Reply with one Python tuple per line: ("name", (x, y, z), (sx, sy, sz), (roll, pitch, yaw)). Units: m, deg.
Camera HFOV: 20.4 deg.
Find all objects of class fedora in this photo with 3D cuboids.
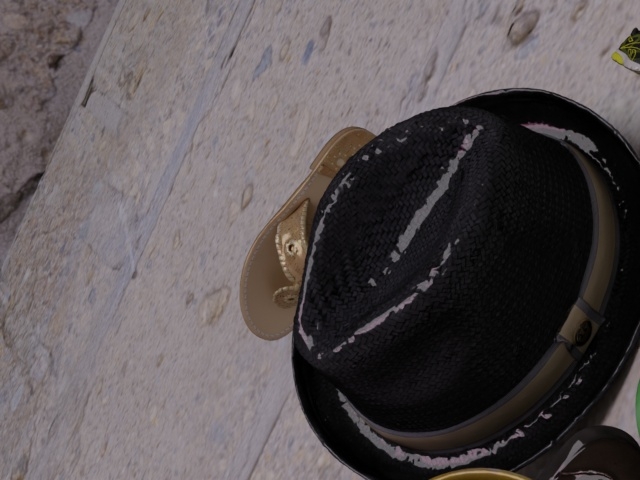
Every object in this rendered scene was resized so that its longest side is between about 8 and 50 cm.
("fedora", (0.083, 0.016, 1.330), (0.334, 0.152, 0.334), (-15, 61, 28))

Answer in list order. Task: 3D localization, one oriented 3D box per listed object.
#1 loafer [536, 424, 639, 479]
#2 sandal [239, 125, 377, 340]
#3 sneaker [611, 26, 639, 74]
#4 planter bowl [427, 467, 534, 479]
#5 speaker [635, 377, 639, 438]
("loafer", (0.153, 0.230, 1.210), (0.220, 0.080, 0.078), (-62, 22, 14))
("sandal", (-0.006, -0.003, 1.781), (0.240, 0.088, 0.079), (-61, 17, 3))
("sneaker", (0.255, -0.148, 1.397), (0.035, 0.031, 0.083), (-63, 23, 9))
("planter bowl", (0.123, 0.257, 1.132), (0.217, 0.090, 0.217), (-10, 74, 38))
("speaker", (0.305, 0.067, 0.960), (0.296, 0.131, 0.131), (-32, 41, 55))
